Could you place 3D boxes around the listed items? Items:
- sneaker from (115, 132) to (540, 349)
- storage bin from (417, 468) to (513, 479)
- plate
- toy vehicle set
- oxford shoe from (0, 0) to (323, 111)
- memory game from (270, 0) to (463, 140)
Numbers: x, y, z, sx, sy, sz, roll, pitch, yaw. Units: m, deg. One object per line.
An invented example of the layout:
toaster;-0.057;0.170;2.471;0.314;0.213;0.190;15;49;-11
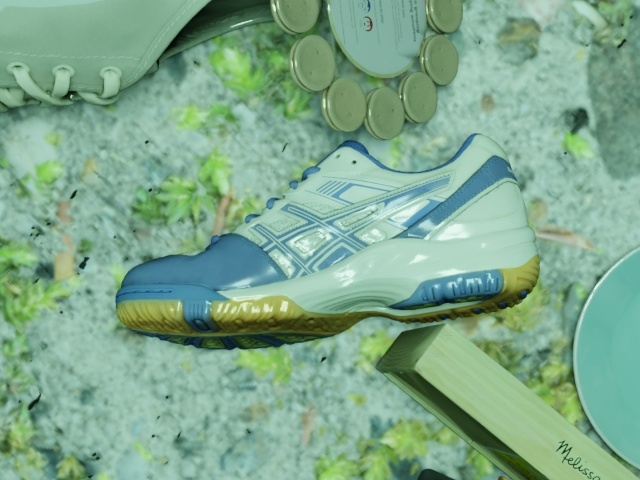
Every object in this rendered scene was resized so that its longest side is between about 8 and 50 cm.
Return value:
sneaker;0.000;0.000;0.768;0.296;0.112;0.131;-8;75;0
storage bin;0.115;0.211;0.768;0.135;0.091;0.098;23;95;-1
plate;0.278;0.085;0.792;0.188;0.024;0.188;0;93;0
toy vehicle set;0.160;0.155;0.725;0.267;0.166;0.035;39;82;-1
oxford shoe;-0.195;-0.145;0.726;0.449;0.169;0.130;-18;94;-3
memory game;0.036;-0.160;0.731;0.186;0.012;0.186;1;89;-43
